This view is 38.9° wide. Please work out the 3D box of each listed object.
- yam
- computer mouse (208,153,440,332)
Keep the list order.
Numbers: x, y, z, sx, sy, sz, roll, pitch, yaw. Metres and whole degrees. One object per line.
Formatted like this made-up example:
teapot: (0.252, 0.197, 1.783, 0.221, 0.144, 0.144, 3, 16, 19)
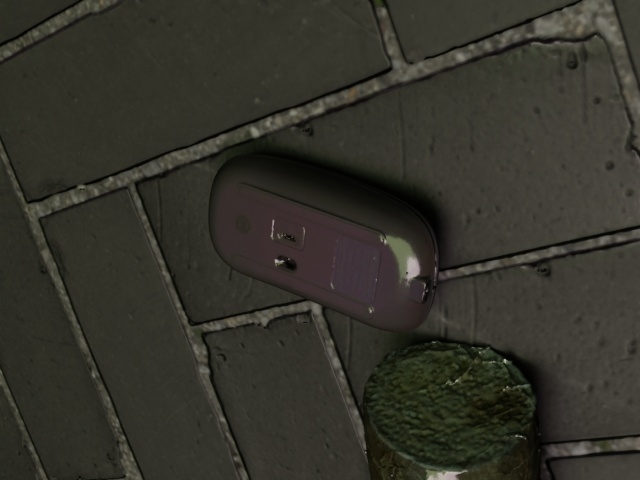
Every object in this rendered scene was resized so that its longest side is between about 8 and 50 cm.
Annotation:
yam: (0.111, 0.225, 0.751, 0.153, 0.154, 0.255, 5, 108, 30)
computer mouse: (0.000, -0.001, 0.786, 0.232, 0.057, 0.120, 19, 117, 28)
